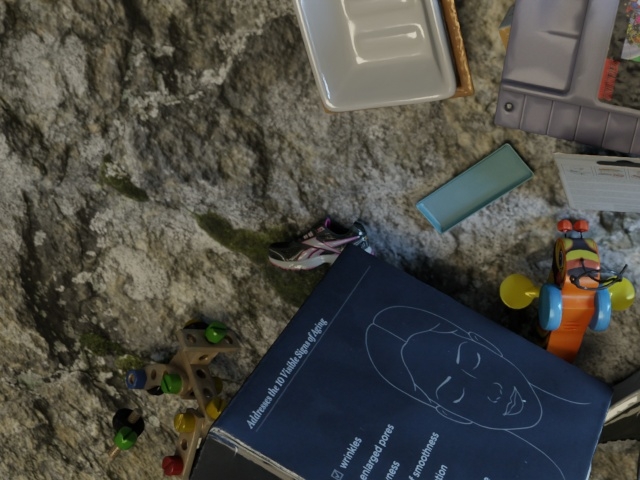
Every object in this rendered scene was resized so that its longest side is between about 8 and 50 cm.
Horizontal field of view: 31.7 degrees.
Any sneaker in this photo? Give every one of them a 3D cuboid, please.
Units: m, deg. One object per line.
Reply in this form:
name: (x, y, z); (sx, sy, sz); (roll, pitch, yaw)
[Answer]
sneaker: (0.505, 0.305, 1.806); (0.295, 0.104, 0.147); (-38, 97, 31)
sneaker: (0.000, 0.000, 1.855); (0.178, 0.072, 0.077); (-4, 108, 15)

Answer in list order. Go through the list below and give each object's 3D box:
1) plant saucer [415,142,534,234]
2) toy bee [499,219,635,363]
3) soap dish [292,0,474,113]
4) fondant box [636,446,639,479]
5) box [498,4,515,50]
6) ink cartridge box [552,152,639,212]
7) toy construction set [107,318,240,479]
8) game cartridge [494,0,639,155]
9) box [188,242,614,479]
plant saucer: (0.235, -0.080, 1.726); (0.192, 0.018, 0.067); (-34, 104, 36)
toy bee: (0.390, 0.059, 1.691); (0.195, 0.162, 0.298); (14, 147, -20)
soap dish: (0.081, -0.330, 1.565); (0.228, 0.118, 0.291); (-4, 119, 25)
fondant box: (0.604, 0.248, 1.655); (0.238, 0.096, 0.330); (6, 110, 12)
box: (0.345, -0.265, 1.515); (0.170, 0.091, 0.130); (-12, 116, 29)
ink cartridge box: (0.424, -0.095, 1.530); (0.189, 0.066, 0.232); (5, 161, 20)
toy construction set: (-0.190, 0.285, 2.036); (0.308, 0.257, 0.237); (28, 117, -22)
game cartridge: (0.356, -0.284, 1.405); (0.230, 0.068, 0.355); (16, 125, 17)
box: (0.111, 0.325, 1.638); (0.471, 0.480, 0.297); (31, 129, 7)
